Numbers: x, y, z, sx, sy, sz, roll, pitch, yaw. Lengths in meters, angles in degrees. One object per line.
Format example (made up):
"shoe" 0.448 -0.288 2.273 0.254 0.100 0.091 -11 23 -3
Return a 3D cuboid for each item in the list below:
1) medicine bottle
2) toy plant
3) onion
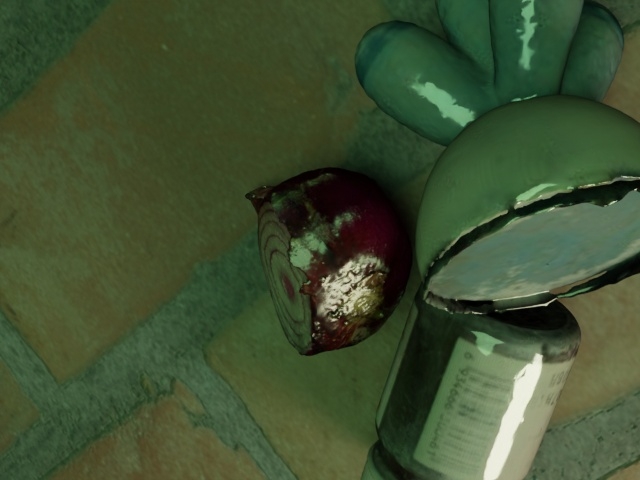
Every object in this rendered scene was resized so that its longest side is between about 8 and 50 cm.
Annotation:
"medicine bottle" 0.140 0.176 0.989 0.165 0.165 0.273 22 112 14
"toy plant" 0.164 -0.126 0.861 0.247 0.247 0.332 -24 63 24
"onion" 0.000 0.000 1.016 0.140 0.218 0.195 -25 131 -12
